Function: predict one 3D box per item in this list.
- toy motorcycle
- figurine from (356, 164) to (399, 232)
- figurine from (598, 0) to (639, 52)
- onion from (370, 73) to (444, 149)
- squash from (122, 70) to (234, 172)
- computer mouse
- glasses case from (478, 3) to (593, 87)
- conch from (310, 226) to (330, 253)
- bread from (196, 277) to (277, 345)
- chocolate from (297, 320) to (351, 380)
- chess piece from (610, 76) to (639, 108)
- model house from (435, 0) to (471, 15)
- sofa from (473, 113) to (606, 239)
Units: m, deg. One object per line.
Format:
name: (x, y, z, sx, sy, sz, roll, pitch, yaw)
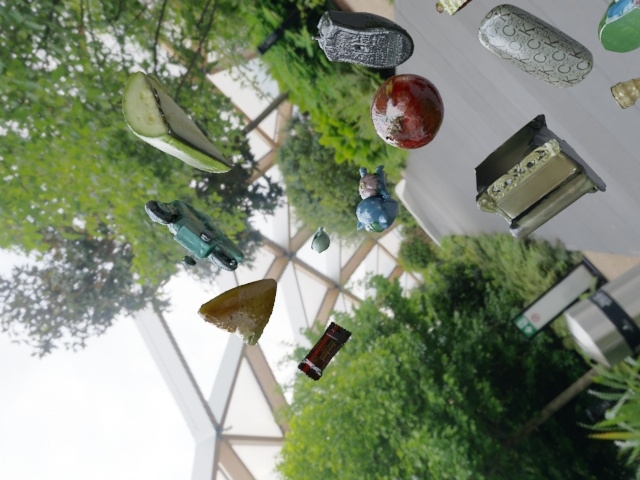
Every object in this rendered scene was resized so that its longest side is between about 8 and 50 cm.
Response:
toy motorcycle: (-0.346, -0.018, 1.507, 0.296, 0.109, 0.198, 39, -166, -6)
figurine: (0.153, -0.103, 1.399, 0.144, 0.114, 0.179, 22, -121, -56)
figurine: (0.572, -0.467, 0.942, 0.127, 0.234, 0.185, 27, 176, 13)
onion: (0.267, -0.389, 1.669, 0.248, 0.248, 0.162, 42, -148, -33)
squash: (-0.306, -0.232, 1.163, 0.170, 0.093, 0.252, 62, -167, 17)
computer mouse: (0.110, -0.524, 1.390, 0.147, 0.263, 0.088, 95, -177, -63)
glasses case: (0.625, -0.560, 1.566, 0.354, 0.137, 0.085, 24, -122, -12)
conch: (0.003, 0.003, 1.736, 0.056, 0.085, 0.076, 31, 162, -20)
bread: (-0.128, 0.123, 0.999, 0.154, 0.136, 0.054, 38, -171, -43)
chocolate: (0.013, 0.325, 1.587, 0.086, 0.183, 0.028, 26, 159, 27)
chess piece: (0.706, -0.348, 1.132, 0.060, 0.172, 0.060, 23, -128, -32)
model house: (0.359, -0.721, 1.375, 0.196, 0.254, 0.160, 49, -142, -4)
sofa: (0.456, -0.119, 1.138, 0.182, 0.200, 0.258, 44, -153, -9)
